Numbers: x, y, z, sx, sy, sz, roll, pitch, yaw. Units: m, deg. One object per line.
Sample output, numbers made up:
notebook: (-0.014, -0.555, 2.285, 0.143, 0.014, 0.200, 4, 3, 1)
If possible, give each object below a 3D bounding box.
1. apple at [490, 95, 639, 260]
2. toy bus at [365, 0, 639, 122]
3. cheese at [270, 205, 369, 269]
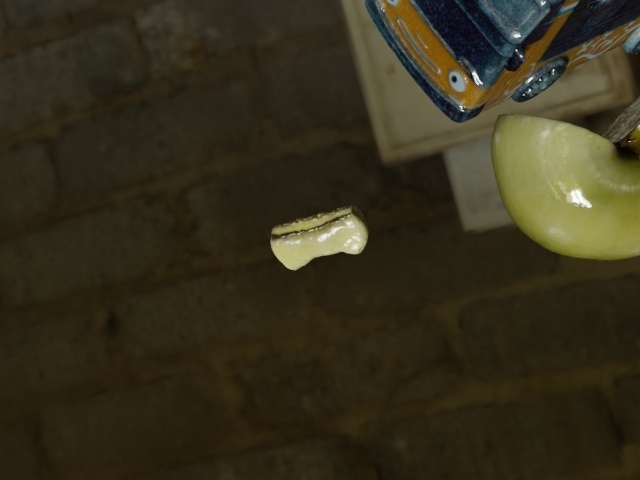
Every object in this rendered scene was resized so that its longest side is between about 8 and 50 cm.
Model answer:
apple: (0.386, -0.087, 2.028, 0.295, 0.233, 0.258, -13, 173, -14)
toy bus: (0.219, -0.249, 1.314, 0.323, 0.162, 0.194, -26, 163, -32)
cheese: (0.000, 0.000, 1.226, 0.083, 0.044, 0.030, -14, -147, 20)
